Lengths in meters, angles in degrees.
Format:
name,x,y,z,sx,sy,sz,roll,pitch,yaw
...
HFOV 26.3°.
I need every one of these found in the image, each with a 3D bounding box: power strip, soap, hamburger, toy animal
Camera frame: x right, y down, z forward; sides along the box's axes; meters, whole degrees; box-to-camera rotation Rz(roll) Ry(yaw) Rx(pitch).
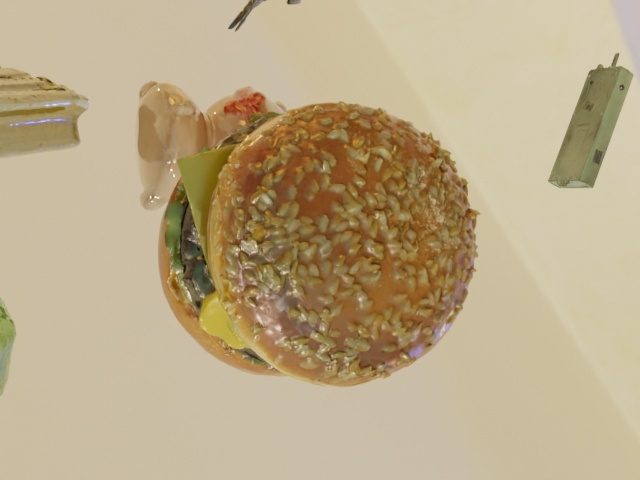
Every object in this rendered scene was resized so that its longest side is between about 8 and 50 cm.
name,x,y,z,sx,sy,sz,roll,pitch,yaw
power strip,0.246,-0.107,1.233,0.019,0.051,0.136,27,-102,-25
soap,-0.408,-0.153,1.584,0.173,0.089,0.274,17,-167,18
hamburger,0.000,0.000,1.300,0.291,0.225,0.291,2,-94,-24
toy animal,-0.112,-0.104,1.578,0.197,0.171,0.171,4,-118,-20

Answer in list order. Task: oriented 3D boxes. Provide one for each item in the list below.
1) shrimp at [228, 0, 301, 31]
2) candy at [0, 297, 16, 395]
name,x,y,z,sx,sy,sz,roll,pitch,yaw
shrimp,-0.021,-0.347,1.526,0.137,0.172,0.372,50,-122,-4
candy,-0.393,0.092,1.163,0.343,0.132,0.142,13,-117,-68
